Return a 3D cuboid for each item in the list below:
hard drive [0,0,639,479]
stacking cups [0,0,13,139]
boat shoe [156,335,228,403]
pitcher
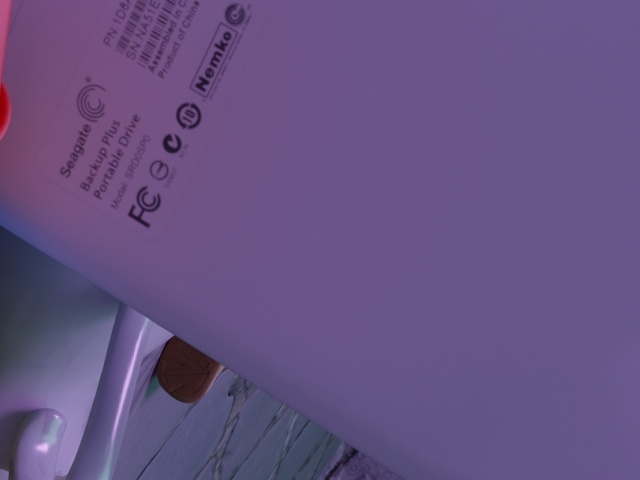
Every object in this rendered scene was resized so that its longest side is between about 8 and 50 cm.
[{"bbox_3d":[0.031,-0.045,0.544,0.233,0.353,0.047,-62,170,20],"label":"hard drive"},{"bbox_3d":[-0.170,0.021,0.561,0.096,0.096,0.316,-49,162,-45],"label":"stacking cups"},{"bbox_3d":[-0.070,0.052,1.203,0.170,0.063,0.059,-53,176,23],"label":"boat shoe"},{"bbox_3d":[-0.095,0.017,0.675,0.125,0.178,0.207,21,108,-35],"label":"pitcher"}]
